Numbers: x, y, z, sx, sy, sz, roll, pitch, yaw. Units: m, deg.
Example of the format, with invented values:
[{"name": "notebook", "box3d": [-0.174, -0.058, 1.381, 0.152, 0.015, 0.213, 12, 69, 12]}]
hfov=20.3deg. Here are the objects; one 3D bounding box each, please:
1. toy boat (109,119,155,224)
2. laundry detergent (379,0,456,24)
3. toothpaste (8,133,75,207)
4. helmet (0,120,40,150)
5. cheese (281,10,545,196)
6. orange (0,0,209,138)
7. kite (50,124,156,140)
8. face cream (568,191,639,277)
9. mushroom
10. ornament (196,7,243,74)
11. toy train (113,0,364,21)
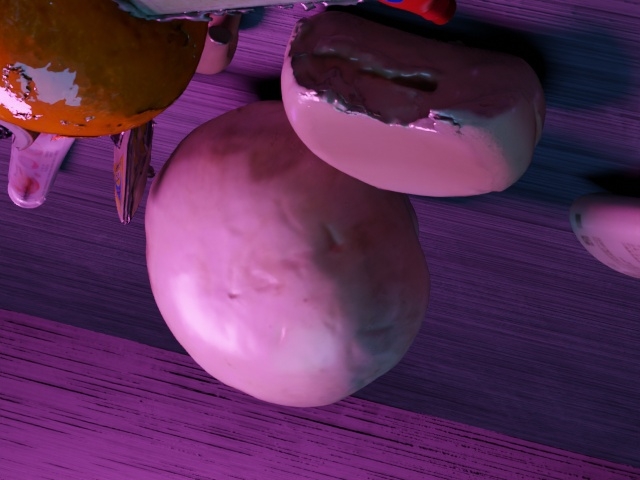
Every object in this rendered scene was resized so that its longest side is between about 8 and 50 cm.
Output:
[{"name": "toy boat", "box3d": [-0.216, -0.117, 2.042, 0.066, 0.210, 0.084, 9, 160, -23]}, {"name": "laundry detergent", "box3d": [0.070, -0.241, 1.595, 0.097, 0.049, 0.165, -3, 158, 43]}, {"name": "toothpaste", "box3d": [-0.386, -0.123, 2.446, 0.100, 0.066, 0.323, 18, 159, -9]}, {"name": "helmet", "box3d": [-0.358, -0.212, 1.954, 0.224, 0.130, 0.198, 51, -178, 28]}, {"name": "cheese", "box3d": [0.092, -0.135, 1.787, 0.266, 0.127, 0.233, 11, 164, 14]}, {"name": "orange", "box3d": [-0.223, -0.210, 1.635, 0.246, 0.246, 0.246, 15, 164, 4]}, {"name": "kite", "box3d": [-0.269, -0.159, 2.271, 0.125, 0.008, 0.222, 13, 157, -11]}, {"name": "face cream", "box3d": [0.429, 0.012, 1.913, 0.174, 0.081, 0.348, 27, 173, -28]}, {"name": "mushroom", "box3d": [-0.014, 0.000, 2.053, 0.353, 0.353, 0.325, 16, 148, 1]}, {"name": "ornament", "box3d": [-0.198, -0.234, 1.863, 0.230, 0.061, 0.245, 19, 171, -4]}, {"name": "toy train", "box3d": [-0.084, -0.275, 1.437, 0.272, 0.159, 0.188, -1, 160, 31]}]
